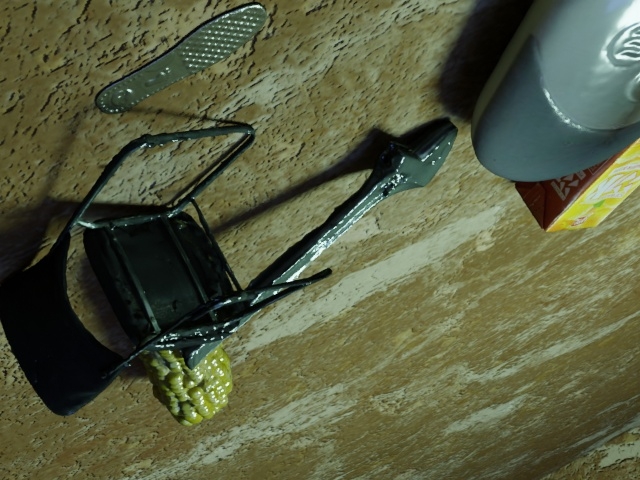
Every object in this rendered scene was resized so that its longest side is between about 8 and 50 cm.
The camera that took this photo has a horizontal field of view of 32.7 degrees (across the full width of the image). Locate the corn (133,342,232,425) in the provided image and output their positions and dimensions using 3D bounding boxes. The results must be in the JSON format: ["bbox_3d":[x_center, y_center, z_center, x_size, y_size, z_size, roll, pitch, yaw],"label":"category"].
[{"bbox_3d":[-0.134,0.102,1.032,0.086,0.086,0.288,-24,152,-10],"label":"corn"}]

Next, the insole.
[{"bbox_3d":[-0.095,-0.124,0.754,0.135,0.002,0.045,-29,154,2],"label":"insole"}]

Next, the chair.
[{"bbox_3d":[-0.130,0.030,0.852,0.221,0.140,0.145,-38,164,33],"label":"chair"}]

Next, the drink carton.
[{"bbox_3d":[0.307,-0.103,1.114,0.096,0.071,0.223,-6,147,-39],"label":"drink carton"}]

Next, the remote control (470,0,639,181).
[{"bbox_3d":[0.247,-0.164,0.908,0.221,0.103,0.332,-11,151,-27],"label":"remote control"}]

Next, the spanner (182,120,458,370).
[{"bbox_3d":[0.000,0.000,0.973,0.325,0.026,0.093,-41,158,-6],"label":"spanner"}]
